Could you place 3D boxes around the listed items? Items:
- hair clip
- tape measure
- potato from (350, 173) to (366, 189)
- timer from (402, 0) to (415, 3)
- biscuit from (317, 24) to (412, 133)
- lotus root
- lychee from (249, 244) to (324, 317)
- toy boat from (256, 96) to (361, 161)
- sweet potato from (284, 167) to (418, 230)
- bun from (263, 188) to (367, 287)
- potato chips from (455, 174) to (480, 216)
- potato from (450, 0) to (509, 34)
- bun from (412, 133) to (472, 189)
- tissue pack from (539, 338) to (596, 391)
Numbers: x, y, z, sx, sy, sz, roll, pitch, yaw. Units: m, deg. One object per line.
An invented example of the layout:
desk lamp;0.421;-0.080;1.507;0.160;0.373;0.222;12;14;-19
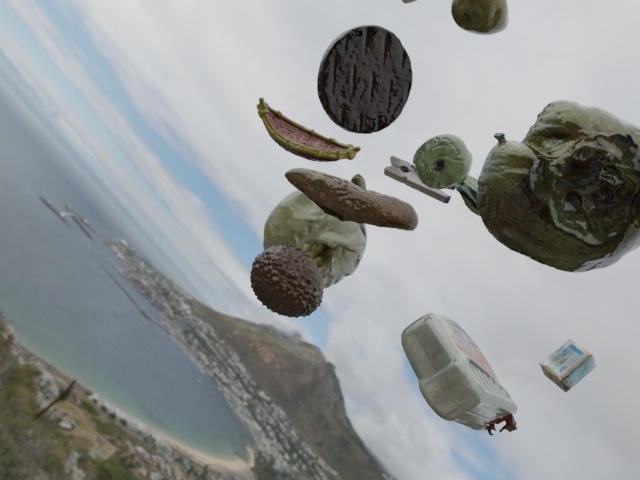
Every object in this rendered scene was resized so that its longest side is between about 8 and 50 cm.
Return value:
hair clip;0.452;-0.281;2.223;0.330;0.101;0.085;28;-8;12
tape measure;0.300;0.296;1.089;0.258;0.130;0.265;31;26;-44
potato;0.130;-0.188;1.677;0.040;0.051;0.083;47;34;-76
timer;0.188;-0.736;1.242;0.315;0.291;0.290;27;5;-46
biscuit;0.171;-0.621;1.908;0.407;0.407;0.091;58;-10;-31
lotus root;0.276;-0.059;0.525;0.203;0.183;0.078;24;8;15
lychee;-0.090;0.103;1.299;0.238;0.200;0.200;41;-16;46
toy boat;-0.045;-0.291;1.383;0.317;0.141;0.099;27;-50;1
sweet potato;0.064;-0.089;1.126;0.341;0.092;0.114;21;17;5
bun;0.000;0.000;1.513;0.219;0.365;0.365;38;-17;54
potato chips;0.720;-0.171;2.076;0.358;0.070;0.429;8;30;-31
potato;0.492;-0.702;1.488;0.194;0.157;0.157;14;10;-37
bun;0.457;-0.299;1.831;0.221;0.221;0.108;44;9;19
tissue pack;0.545;0.274;1.078;0.059;0.094;0.074;53;-1;-29
